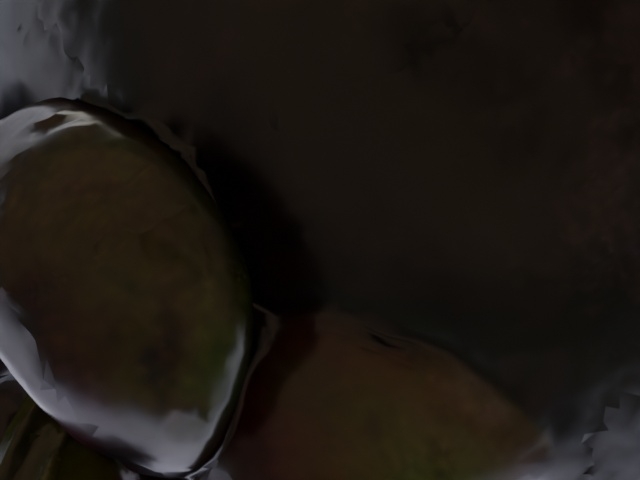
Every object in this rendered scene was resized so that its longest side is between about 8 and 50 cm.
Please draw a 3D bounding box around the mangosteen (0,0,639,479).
[{"bbox_3d":[0.000,0.000,0.616,0.435,0.382,0.382,-40,-111,-14],"label":"mangosteen"}]
